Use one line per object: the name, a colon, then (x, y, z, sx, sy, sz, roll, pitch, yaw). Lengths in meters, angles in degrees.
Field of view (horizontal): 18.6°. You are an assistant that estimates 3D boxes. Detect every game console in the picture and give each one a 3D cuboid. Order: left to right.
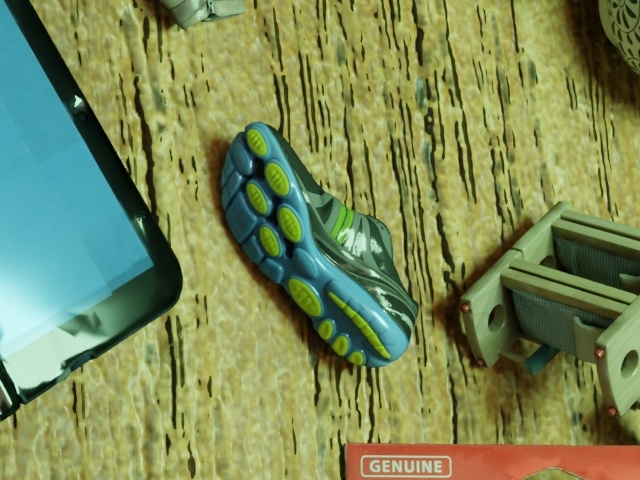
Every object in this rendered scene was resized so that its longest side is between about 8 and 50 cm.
game console: (-0.209, -0.045, 1.146, 0.173, 0.250, 0.293, -31, 96, -6)

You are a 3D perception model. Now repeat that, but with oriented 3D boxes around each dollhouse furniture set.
dollhouse furniture set: (0.203, 0.094, 1.409, 0.129, 0.129, 0.184, -41, 131, -31)

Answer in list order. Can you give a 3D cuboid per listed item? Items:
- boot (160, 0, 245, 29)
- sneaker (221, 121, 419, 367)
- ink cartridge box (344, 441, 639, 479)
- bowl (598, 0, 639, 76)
boot: (-0.071, -0.196, 1.339, 0.118, 0.042, 0.087, -25, 99, -32)
sneaker: (0.000, 0.000, 1.328, 0.188, 0.067, 0.078, 53, 37, -9)
ink cartridge box: (0.162, 0.260, 1.286, 0.296, 0.066, 0.261, 1, 77, -4)
bowl: (0.266, -0.186, 1.501, 0.170, 0.080, 0.170, -5, 96, -51)
